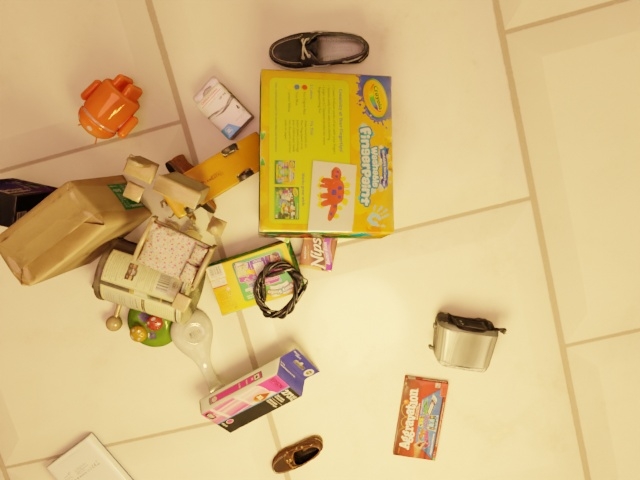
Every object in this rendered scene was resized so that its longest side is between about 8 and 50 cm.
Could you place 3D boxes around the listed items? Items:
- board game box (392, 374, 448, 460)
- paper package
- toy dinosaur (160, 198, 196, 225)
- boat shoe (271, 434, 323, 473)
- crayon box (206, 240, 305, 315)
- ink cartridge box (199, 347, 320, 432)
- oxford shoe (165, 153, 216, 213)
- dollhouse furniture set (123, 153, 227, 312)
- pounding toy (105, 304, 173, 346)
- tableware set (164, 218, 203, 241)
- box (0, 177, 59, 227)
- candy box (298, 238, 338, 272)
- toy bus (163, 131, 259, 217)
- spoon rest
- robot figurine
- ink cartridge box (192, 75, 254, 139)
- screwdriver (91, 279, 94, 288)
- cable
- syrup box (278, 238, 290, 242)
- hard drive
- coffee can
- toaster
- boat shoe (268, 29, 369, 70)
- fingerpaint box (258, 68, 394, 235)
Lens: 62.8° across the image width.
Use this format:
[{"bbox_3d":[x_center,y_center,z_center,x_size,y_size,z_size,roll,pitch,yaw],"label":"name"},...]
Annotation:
[{"bbox_3d":[0.334,0.596,1.757,0.144,0.027,0.282,7,100,3],"label":"board game box"},{"bbox_3d":[-0.712,-0.041,1.550,0.309,0.325,0.168,-35,94,9],"label":"paper package"},{"bbox_3d":[-0.454,-0.127,1.657,0.092,0.053,0.183,-17,122,6],"label":"toy dinosaur"},{"bbox_3d":[-0.083,0.734,1.782,0.207,0.073,0.073,-36,97,10],"label":"boat shoe"},{"bbox_3d":[-0.207,0.116,1.675,0.278,0.081,0.166,-17,99,6],"label":"crayon box"},{"bbox_3d":[-0.192,0.494,1.709,0.370,0.069,0.176,-31,133,6],"label":"ink cartridge box"},{"bbox_3d":[-0.387,-0.179,1.644,0.076,0.076,0.212,-45,109,-28],"label":"oxford shoe"},{"bbox_3d":[-0.440,-0.005,1.397,0.303,0.174,0.356,25,98,-6],"label":"dollhouse furniture set"},{"bbox_3d":[-0.581,0.265,1.707,0.236,0.110,0.183,23,100,-1],"label":"pounding toy"},{"bbox_3d":[-0.463,0.019,1.699,0.141,0.020,0.169,24,107,4],"label":"tableware set"},{"bbox_3d":[-0.928,-0.118,1.583,0.184,0.261,0.103,10,100,1],"label":"box"},{"bbox_3d":[0.000,0.000,1.659,0.109,0.053,0.187,12,99,1],"label":"candy box"},{"bbox_3d":[-0.304,-0.194,1.551,0.332,0.130,0.108,-34,100,-11],"label":"toy bus"},{"bbox_3d":[-0.398,0.362,1.727,0.137,0.084,0.277,-22,93,-23],"label":"spoon rest"},{"bbox_3d":[-0.638,-0.397,1.586,0.219,0.128,0.158,-44,126,9],"label":"robot figurine"},{"bbox_3d":[-0.303,-0.406,1.600,0.180,0.060,0.104,45,100,-5],"label":"ink cartridge box"},{"bbox_3d":[-0.715,0.085,1.727,0.024,0.025,0.170,26,101,-2],"label":"screwdriver"},{"bbox_3d":[-0.135,0.156,1.613,0.150,0.047,0.185,33,101,-4],"label":"cable"},{"bbox_3d":[-0.096,-0.124,1.620,0.093,0.096,0.237,22,101,-3],"label":"syrup box"},{"bbox_3d":[-0.786,0.861,1.857,0.210,0.040,0.319,-37,96,9],"label":"hard drive"},{"bbox_3d":[-0.523,0.127,1.626,0.275,0.201,0.202,17,100,3],"label":"coffee can"},{"bbox_3d":[0.458,0.322,1.654,0.226,0.129,0.147,9,104,-1],"label":"toaster"},{"bbox_3d":[-0.008,-0.565,1.540,0.302,0.091,0.115,-6,99,4],"label":"boat shoe"},{"bbox_3d":[0.010,-0.231,1.482,0.370,0.163,0.445,0,84,-7],"label":"fingerpaint box"}]
